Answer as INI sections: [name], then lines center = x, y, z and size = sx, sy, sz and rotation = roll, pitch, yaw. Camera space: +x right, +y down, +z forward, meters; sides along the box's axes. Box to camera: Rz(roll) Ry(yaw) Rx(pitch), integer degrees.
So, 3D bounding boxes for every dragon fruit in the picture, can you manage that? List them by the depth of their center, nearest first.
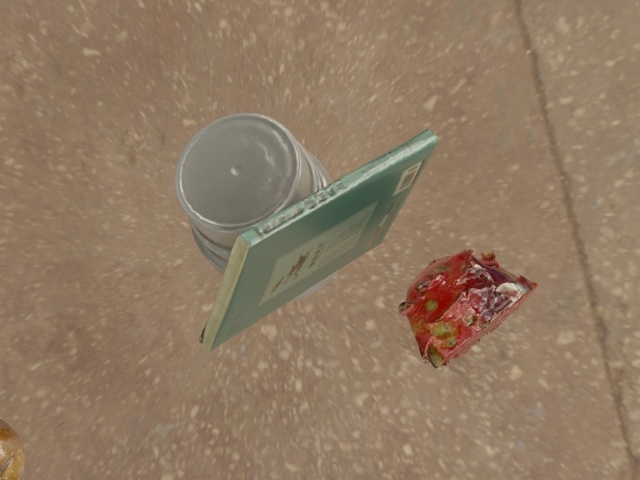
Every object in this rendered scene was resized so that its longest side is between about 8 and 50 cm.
[dragon fruit]
center = 0.234, 0.078, 1.583
size = 0.161, 0.126, 0.274
rotation = 47, 45, 17

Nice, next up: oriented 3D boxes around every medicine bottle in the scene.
[medicine bottle]
center = -0.093, -0.049, 1.579
size = 0.245, 0.306, 0.245
rotation = -5, 68, 12

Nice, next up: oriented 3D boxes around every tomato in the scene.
[tomato]
center = -0.652, 0.410, 1.850
size = 0.181, 0.214, 0.155
rotation = 31, 92, 29

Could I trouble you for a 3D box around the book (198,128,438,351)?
[book]
center = 0.000, 0.000, 1.387
size = 0.379, 0.264, 0.031
rotation = -30, 67, -37
